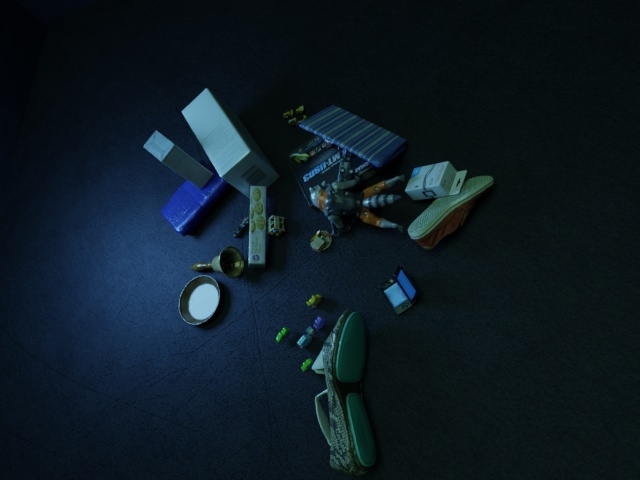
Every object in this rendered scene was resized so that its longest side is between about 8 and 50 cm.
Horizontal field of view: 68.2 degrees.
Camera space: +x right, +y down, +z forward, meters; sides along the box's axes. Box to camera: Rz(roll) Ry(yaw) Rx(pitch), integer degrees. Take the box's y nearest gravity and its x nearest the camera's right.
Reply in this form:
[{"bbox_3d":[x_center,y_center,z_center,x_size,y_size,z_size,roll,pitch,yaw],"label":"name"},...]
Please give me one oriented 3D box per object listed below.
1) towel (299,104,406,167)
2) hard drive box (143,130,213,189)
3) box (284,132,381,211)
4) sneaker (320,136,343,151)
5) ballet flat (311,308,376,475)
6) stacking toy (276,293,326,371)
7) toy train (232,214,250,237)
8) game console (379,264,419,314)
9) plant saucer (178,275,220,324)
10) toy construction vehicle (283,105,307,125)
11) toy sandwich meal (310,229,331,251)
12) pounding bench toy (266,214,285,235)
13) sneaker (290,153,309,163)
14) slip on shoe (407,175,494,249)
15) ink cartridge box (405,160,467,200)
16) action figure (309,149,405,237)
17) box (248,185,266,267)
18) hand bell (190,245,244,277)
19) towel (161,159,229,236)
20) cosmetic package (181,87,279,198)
[{"bbox_3d":[0.124,-0.376,1.696,0.336,0.040,0.243,30,42,16],"label":"towel"},{"bbox_3d":[-0.590,-0.333,1.969,0.181,0.232,0.089,37,88,38],"label":"hard drive box"},{"bbox_3d":[0.040,-0.303,1.819,0.295,0.073,0.293,-31,58,12],"label":"box"},{"bbox_3d":[0.030,-0.379,1.779,0.158,0.061,0.065,30,92,34],"label":"sneaker"},{"bbox_3d":[0.056,0.460,1.460,0.182,0.164,0.482,-20,63,36],"label":"ballet flat"},{"bbox_3d":[-0.030,0.316,1.615,0.221,0.052,0.167,-49,56,3],"label":"stacking toy"},{"bbox_3d":[-0.300,-0.074,1.919,0.158,0.027,0.036,-47,47,3],"label":"toy train"},{"bbox_3d":[0.251,0.160,1.523,0.107,0.071,0.122,-35,58,9],"label":"game console"},{"bbox_3d":[-0.471,0.238,1.869,0.199,0.036,0.198,-9,67,23],"label":"plant saucer"},{"bbox_3d":[-0.107,-0.525,2.007,0.098,0.035,0.086,-22,51,14],"label":"toy construction vehicle"},{"bbox_3d":[0.000,0.000,1.737,0.086,0.029,0.085,-10,66,23],"label":"toy sandwich meal"},{"bbox_3d":[-0.180,-0.048,1.832,0.083,0.052,0.065,-34,53,49],"label":"pounding bench toy"},{"bbox_3d":[-0.083,-0.315,1.826,0.083,0.031,0.035,0,71,28],"label":"sneaker"},{"bbox_3d":[0.431,-0.094,1.530,0.331,0.101,0.123,-41,22,-7],"label":"slip on shoe"},{"bbox_3d":[0.380,-0.198,1.564,0.180,0.060,0.104,-5,52,50],"label":"ink cartridge box"},{"bbox_3d":[0.121,-0.176,1.626,0.330,0.178,0.341,1,93,13],"label":"action figure"},{"bbox_3d":[-0.244,-0.056,1.836,0.067,0.063,0.324,2,71,-7],"label":"box"},{"bbox_3d":[-0.436,0.099,1.884,0.242,0.126,0.126,-10,65,35],"label":"hand bell"},{"bbox_3d":[-0.543,-0.182,2.061,0.308,0.076,0.228,-50,50,1],"label":"towel"},{"bbox_3d":[-0.379,-0.405,1.973,0.161,0.230,0.453,-39,57,8],"label":"cosmetic package"}]
